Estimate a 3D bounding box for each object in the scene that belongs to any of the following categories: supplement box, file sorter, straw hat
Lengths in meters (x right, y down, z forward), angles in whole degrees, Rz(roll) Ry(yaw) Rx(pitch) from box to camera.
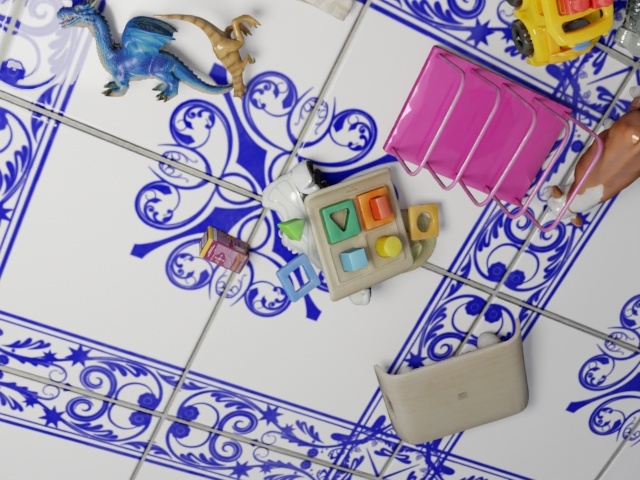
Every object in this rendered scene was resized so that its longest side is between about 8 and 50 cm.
[{"bbox_3d":[-0.173,0.017,1.450,0.083,0.055,0.043,26,110,-19],"label":"supplement box"},{"bbox_3d":[0.294,-0.165,1.374,0.290,0.182,0.202,20,110,-18],"label":"file sorter"},{"bbox_3d":[0.156,0.018,1.504,0.144,0.061,0.145,-4,115,-8],"label":"straw hat"}]

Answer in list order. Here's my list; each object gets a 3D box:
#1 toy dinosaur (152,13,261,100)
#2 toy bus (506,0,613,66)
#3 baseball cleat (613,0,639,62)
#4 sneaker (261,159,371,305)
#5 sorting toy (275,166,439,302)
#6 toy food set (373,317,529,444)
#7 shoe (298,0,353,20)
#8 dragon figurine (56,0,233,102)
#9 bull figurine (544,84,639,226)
[{"bbox_3d":[-0.151,-0.309,1.260,0.112,0.064,0.211,-56,136,-19],"label":"toy dinosaur"},{"bbox_3d":[0.398,-0.377,1.279,0.149,0.211,0.220,-21,118,-1],"label":"toy bus"},{"bbox_3d":[0.544,-0.394,1.372,0.109,0.072,0.206,-30,115,4],"label":"baseball cleat"},{"bbox_3d":[0.000,0.000,1.453,0.118,0.110,0.292,-26,108,12],"label":"sneaker"},{"bbox_3d":[0.078,-0.011,1.386,0.347,0.047,0.196,-21,104,-28],"label":"sorting toy"},{"bbox_3d":[0.276,0.285,1.646,0.306,0.092,0.220,-17,128,0],"label":"toy food set"},{"bbox_3d":[-0.047,-0.402,1.264,0.219,0.076,0.058,13,107,-17],"label":"shoe"},{"bbox_3d":[-0.270,-0.300,1.268,0.289,0.085,0.144,4,114,-10],"label":"dragon figurine"},{"bbox_3d":[0.510,-0.148,1.411,0.101,0.310,0.188,33,66,-1],"label":"bull figurine"}]
